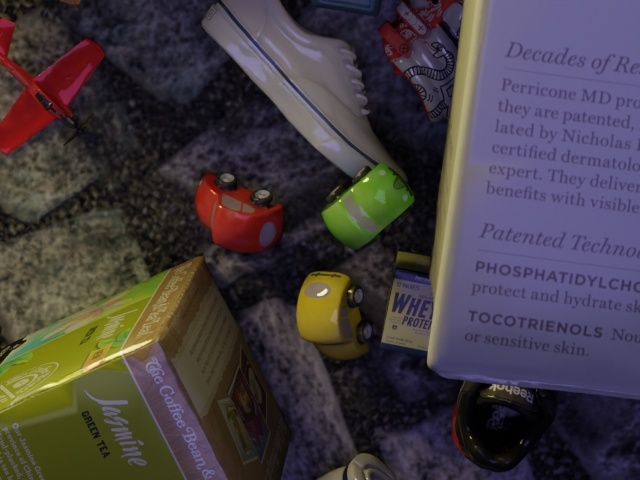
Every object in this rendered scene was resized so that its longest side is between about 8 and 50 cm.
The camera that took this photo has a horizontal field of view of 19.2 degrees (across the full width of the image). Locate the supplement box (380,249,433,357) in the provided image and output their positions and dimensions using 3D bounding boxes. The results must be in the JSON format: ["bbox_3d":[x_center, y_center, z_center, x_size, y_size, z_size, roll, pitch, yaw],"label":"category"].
[{"bbox_3d":[0.094,0.062,1.854,0.056,0.083,0.083,11,103,1],"label":"supplement box"}]

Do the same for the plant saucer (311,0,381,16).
[{"bbox_3d":[0.038,-0.313,1.807,0.067,0.018,0.192,9,102,1],"label":"plant saucer"}]

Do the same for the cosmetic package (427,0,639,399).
[{"bbox_3d":[0.272,-0.099,1.597,0.327,0.329,0.394,7,104,2],"label":"cosmetic package"}]

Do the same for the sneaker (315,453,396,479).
[{"bbox_3d":[0.077,0.327,1.925,0.095,0.090,0.235,-35,95,23],"label":"sneaker"}]

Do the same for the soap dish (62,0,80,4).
[{"bbox_3d":[-0.279,-0.386,1.719,0.229,0.118,0.291,15,109,-27],"label":"soap dish"}]

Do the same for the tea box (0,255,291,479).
[{"bbox_3d":[-0.221,0.204,1.781,0.323,0.329,0.220,-24,100,7],"label":"tea box"}]

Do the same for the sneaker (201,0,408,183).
[{"bbox_3d":[0.004,-0.148,1.808,0.091,0.094,0.258,-43,100,6],"label":"sneaker"}]

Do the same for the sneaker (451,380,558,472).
[{"bbox_3d":[0.197,0.105,1.832,0.097,0.135,0.276,16,102,2],"label":"sneaker"}]

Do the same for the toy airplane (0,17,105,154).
[{"bbox_3d":[-0.286,-0.158,1.856,0.151,0.028,0.151,1,104,4],"label":"toy airplane"}]

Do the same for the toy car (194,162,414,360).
[{"bbox_3d":[0.000,0.000,1.802,0.239,0.053,0.225,48,134,-5],"label":"toy car"}]

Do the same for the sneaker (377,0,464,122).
[{"bbox_3d":[0.113,-0.244,1.780,0.145,0.090,0.270,-19,104,5],"label":"sneaker"}]
